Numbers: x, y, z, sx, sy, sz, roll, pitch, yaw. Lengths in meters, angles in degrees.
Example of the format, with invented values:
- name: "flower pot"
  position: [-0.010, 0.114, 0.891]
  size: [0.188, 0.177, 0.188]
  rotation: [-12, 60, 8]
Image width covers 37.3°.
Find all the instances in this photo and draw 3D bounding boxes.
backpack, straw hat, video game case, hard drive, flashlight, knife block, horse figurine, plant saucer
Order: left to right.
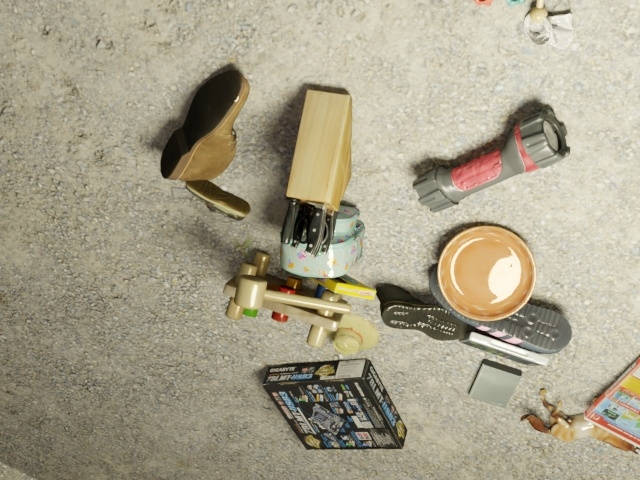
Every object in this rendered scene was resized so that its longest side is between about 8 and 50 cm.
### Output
- name: "knife block"
  position: [-0.010, -0.114, 1.800]
  size: [0.088, 0.242, 0.275]
  rotation: [9, 129, 12]
- name: "backpack"
  position: [0.000, 0.000, 1.963]
  size: [0.166, 0.188, 0.144]
  rotation: [10, 118, 14]
- name: "straw hat"
  position: [0.064, 0.240, 2.267]
  size: [0.144, 0.061, 0.144]
  rotation: [11, 135, 11]
- name: "flashlight"
  position: [0.309, -0.142, 1.766]
  size: [0.304, 0.103, 0.103]
  rotation: [-22, 95, 38]
- name: "plant saucer"
  position: [0.341, 0.065, 1.945]
  size: [0.200, 0.037, 0.200]
  rotation: [2, 101, 11]
- name: "hard drive"
  position: [0.414, 0.341, 2.254]
  size: [0.094, 0.022, 0.135]
  rotation: [17, 137, 5]
- name: "video game case"
  position: [0.399, 0.240, 2.085]
  size: [0.173, 0.022, 0.190]
  rotation: [19, 174, 4]
- name: "horse figurine"
  position: [0.609, 0.425, 2.228]
  size: [0.263, 0.066, 0.174]
  rotation: [-4, 128, 18]
- name: "video game case"
  position: [0.749, 0.348, 2.088]
  size: [0.204, 0.025, 0.285]
  rotation: [28, 125, -6]

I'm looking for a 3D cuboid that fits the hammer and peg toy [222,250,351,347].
- name: "hammer and peg toy"
  position: [-0.070, 0.135, 2.021]
  size: [0.266, 0.361, 0.127]
  rotation: [18, 98, 3]

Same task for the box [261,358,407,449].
- name: "box"
  position: [0.040, 0.433, 2.460]
  size: [0.293, 0.073, 0.295]
  rotation: [-7, 130, 28]

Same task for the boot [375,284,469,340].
- name: "boot"
  position: [0.221, 0.148, 2.089]
  size: [0.198, 0.137, 0.077]
  rotation: [17, 109, -13]

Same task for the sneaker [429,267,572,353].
- name: "sneaker"
  position: [0.374, 0.161, 2.040]
  size: [0.319, 0.112, 0.131]
  rotation: [28, 167, 9]

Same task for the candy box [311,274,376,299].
- name: "candy box"
  position: [0.021, 0.078, 2.034]
  size: [0.105, 0.027, 0.206]
  rotation: [15, -173, -35]

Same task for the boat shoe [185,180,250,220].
- name: "boat shoe"
  position: [-0.229, -0.085, 2.066]
  size: [0.152, 0.056, 0.049]
  rotation: [29, 131, -7]

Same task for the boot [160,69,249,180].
- name: "boot"
  position: [-0.208, -0.226, 1.913]
  size: [0.115, 0.112, 0.305]
  rotation: [10, 141, -33]

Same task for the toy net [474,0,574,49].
- name: "toy net"
  position: [0.324, -0.385, 1.556]
  size: [0.122, 0.045, 0.232]
  rotation: [-27, 119, 38]
